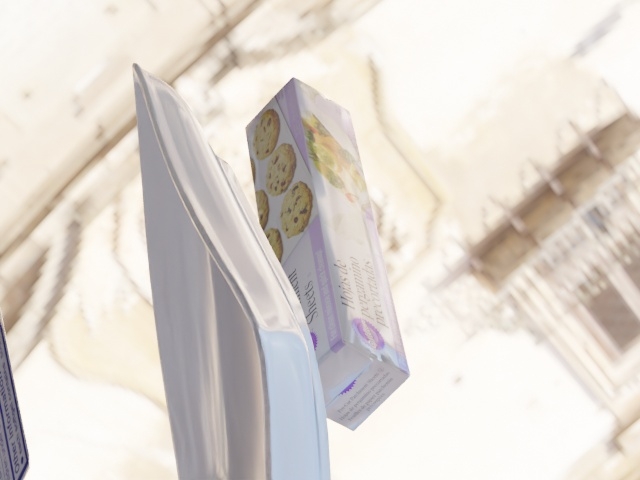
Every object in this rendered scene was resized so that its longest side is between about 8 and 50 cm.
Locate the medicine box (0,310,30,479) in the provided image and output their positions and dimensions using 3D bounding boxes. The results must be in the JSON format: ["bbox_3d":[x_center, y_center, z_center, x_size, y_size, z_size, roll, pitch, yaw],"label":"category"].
[{"bbox_3d":[-0.257,0.070,0.866,0.149,0.263,0.289,0,-152,12],"label":"medicine box"}]

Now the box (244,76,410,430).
[{"bbox_3d":[0.000,0.000,1.414,0.067,0.063,0.324,-46,-150,26],"label":"box"}]

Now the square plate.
[{"bbox_3d":[-0.046,0.112,1.138,0.049,0.344,0.347,-10,-150,-12],"label":"square plate"}]
